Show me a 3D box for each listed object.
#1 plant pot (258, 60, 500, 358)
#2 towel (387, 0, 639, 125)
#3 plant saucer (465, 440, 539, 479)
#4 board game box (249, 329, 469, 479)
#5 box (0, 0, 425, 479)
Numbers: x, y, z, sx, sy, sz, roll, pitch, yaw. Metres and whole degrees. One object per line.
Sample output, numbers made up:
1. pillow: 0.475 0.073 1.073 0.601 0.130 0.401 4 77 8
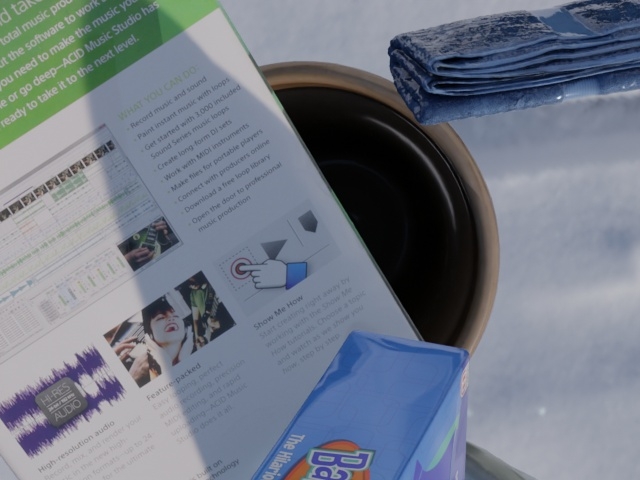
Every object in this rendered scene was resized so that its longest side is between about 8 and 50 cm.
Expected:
1. plant pot: 0.000 0.000 1.247 0.263 0.229 0.263 1 97 7
2. towel: 0.089 -0.077 0.700 0.119 0.067 0.029 -11 114 -9
3. plant saucer: 0.148 0.288 0.998 0.400 0.100 0.400 45 145 44
4. board game box: -0.004 0.148 0.544 0.047 0.210 0.160 9 119 18
5. box: -0.109 0.003 0.940 0.322 0.232 0.058 59 174 -24
